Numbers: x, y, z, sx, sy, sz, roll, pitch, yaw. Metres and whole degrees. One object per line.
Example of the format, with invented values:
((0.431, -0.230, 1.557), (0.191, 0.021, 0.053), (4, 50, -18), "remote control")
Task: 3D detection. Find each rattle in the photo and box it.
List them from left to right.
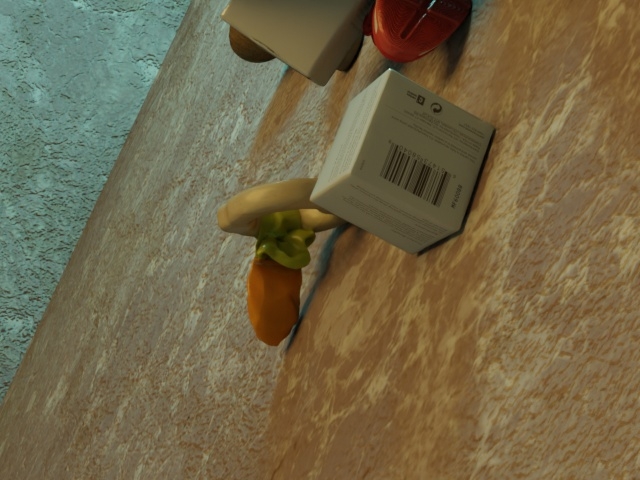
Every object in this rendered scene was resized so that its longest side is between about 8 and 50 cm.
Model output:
((0.000, 0.000, 1.401), (0.200, 0.130, 0.142), (-14, 58, 37), "rattle")

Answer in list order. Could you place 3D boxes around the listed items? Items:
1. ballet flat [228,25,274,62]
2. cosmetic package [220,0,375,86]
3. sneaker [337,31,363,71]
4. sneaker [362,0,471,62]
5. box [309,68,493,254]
((-0.011, -0.326, 1.938), (0.342, 0.116, 0.124), (-50, 40, 33), "ballet flat")
((0.015, -0.284, 1.541), (0.231, 0.117, 0.085), (-55, -11, 6), "cosmetic package")
((0.014, -0.273, 1.786), (0.066, 0.071, 0.188), (-54, 18, 33), "sneaker")
((0.085, -0.207, 1.459), (0.128, 0.087, 0.221), (-62, 0, 43), "sneaker")
((0.064, -0.060, 1.207), (0.087, 0.101, 0.102), (-33, 32, 63), "box")
